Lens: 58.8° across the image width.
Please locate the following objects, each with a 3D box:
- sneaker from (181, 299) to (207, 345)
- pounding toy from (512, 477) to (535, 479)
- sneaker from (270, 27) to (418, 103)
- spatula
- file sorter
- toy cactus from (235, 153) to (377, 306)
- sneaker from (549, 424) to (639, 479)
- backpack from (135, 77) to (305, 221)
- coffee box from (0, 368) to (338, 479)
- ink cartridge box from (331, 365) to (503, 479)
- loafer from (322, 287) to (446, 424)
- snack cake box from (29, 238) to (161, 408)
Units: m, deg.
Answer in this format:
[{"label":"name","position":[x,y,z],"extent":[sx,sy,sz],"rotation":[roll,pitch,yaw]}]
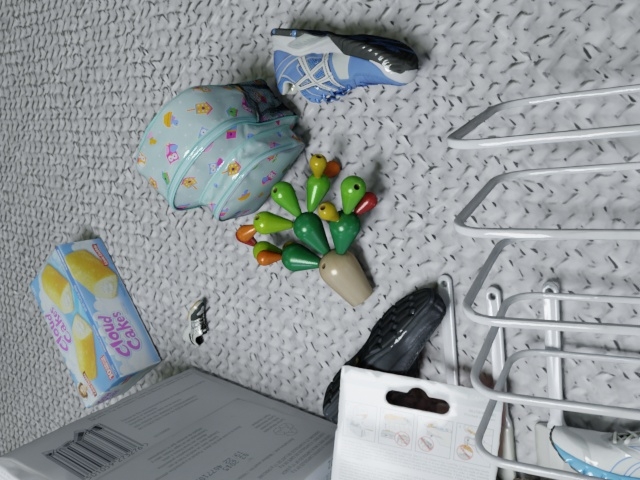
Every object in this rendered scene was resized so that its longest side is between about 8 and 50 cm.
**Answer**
[{"label":"sneaker","position":[-0.194,0.133,0.912],"extent":[0.037,0.032,0.083],"rotation":[28,120,14]},{"label":"pounding toy","position":[0.269,0.313,0.567],"extent":[0.141,0.100,0.130],"rotation":[-20,96,51]},{"label":"sneaker","position":[0.025,-0.199,0.663],"extent":[0.211,0.080,0.081],"rotation":[24,119,41]},{"label":"spatula","position":[0.204,0.159,0.631],"extent":[0.168,0.019,0.242],"rotation":[0,97,41]},{"label":"file sorter","position":[0.212,0.025,0.445],"extent":[0.173,0.193,0.278],"rotation":[1,111,30]},{"label":"toy cactus","position":[0.000,0.000,0.714],"extent":[0.219,0.112,0.180],"rotation":[-33,98,33]},{"label":"sneaker","position":[0.317,0.195,0.529],"extent":[0.190,0.071,0.083],"rotation":[11,99,25]},{"label":"backpack","position":[-0.125,-0.109,0.712],"extent":[0.144,0.188,0.166],"rotation":[53,123,17]},{"label":"coffee box","position":[-0.175,0.421,0.756],"extent":[0.338,0.337,0.335],"rotation":[10,104,33]},{"label":"ink cartridge box","position":[0.110,0.269,0.663],"extent":[0.189,0.066,0.233],"rotation":[6,91,18]},{"label":"loafer","position":[0.085,0.149,0.687],"extent":[0.078,0.076,0.223],"rotation":[30,116,-9]},{"label":"snack cake box","position":[-0.415,0.149,1.036],"extent":[0.152,0.089,0.264],"rotation":[-40,75,34]}]
